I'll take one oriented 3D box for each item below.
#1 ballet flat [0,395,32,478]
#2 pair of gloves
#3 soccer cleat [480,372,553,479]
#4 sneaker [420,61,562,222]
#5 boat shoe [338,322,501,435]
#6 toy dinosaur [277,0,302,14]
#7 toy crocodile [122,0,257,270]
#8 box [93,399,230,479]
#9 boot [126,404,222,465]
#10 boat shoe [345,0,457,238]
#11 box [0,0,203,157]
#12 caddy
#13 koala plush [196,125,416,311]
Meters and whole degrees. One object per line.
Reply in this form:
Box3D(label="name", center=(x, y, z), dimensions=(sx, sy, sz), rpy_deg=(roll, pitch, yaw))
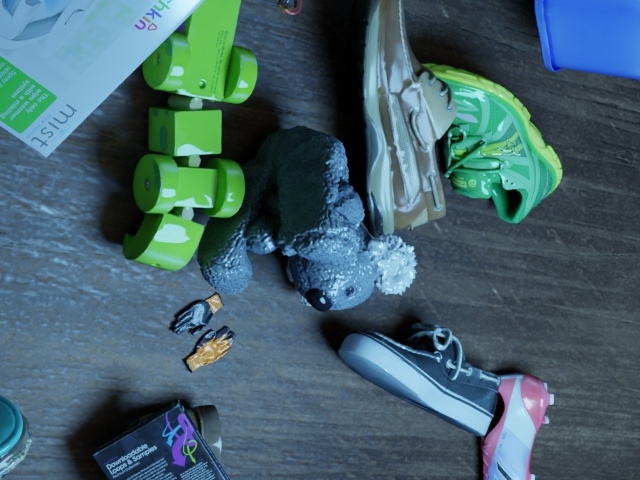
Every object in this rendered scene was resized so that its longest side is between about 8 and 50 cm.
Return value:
Box3D(label="ballet flat", center=(-0.533, 0.260, 1.569), dimensions=(0.483, 0.164, 0.182), rpy_deg=(-7, 131, -30))
Box3D(label="pair of gloves", center=(-0.138, 0.111, 1.885), dimensions=(0.074, 0.010, 0.083), rpy_deg=(-33, 122, -24))
Box3D(label="soccer cleat", center=(0.257, 0.301, 2.216), dimensions=(0.095, 0.083, 0.248), rpy_deg=(9, 107, -9))
Box3D(label="sneaker", center=(0.206, -0.120, 2.001), dimensions=(0.295, 0.109, 0.123), rpy_deg=(42, 75, -39))
Box3D(label="boat shoe", center=(0.141, 0.161, 2.048), dimensions=(0.306, 0.113, 0.105), rpy_deg=(31, 79, -41))
Box3D(label="toy dinosaur", center=(-0.030, -0.299, 1.787), dimensions=(0.047, 0.090, 0.082), rpy_deg=(8, 56, -48))
Box3D(label="toy crocodile", center=(-0.150, -0.132, 1.745), dimensions=(0.115, 0.105, 0.340), rpy_deg=(1, 100, -37))
Box3D(label="box", center=(-0.171, 0.279, 1.816), dimensions=(0.116, 0.029, 0.162), rpy_deg=(-30, 104, 1))
Box3D(label="boot", center=(-0.183, 0.345, 1.891), dimensions=(0.115, 0.112, 0.305), rpy_deg=(-3, 104, -16))
Box3D(label="boat shoe", center=(0.099, -0.158, 1.883), dimensions=(0.120, 0.122, 0.324), rpy_deg=(-7, 121, -5))
Box3D(label="box", center=(-0.273, -0.253, 1.533), dimensions=(0.262, 0.127, 0.231), rpy_deg=(-43, 131, 11))
Box3D(label="caddy", center=(0.340, -0.344, 1.935), dimensions=(0.341, 0.179, 0.241), rpy_deg=(62, 44, -65))
Box3D(label="koala plush", center=(0.000, 0.000, 1.842), dimensions=(0.221, 0.196, 0.203), rpy_deg=(47, 40, -39))
